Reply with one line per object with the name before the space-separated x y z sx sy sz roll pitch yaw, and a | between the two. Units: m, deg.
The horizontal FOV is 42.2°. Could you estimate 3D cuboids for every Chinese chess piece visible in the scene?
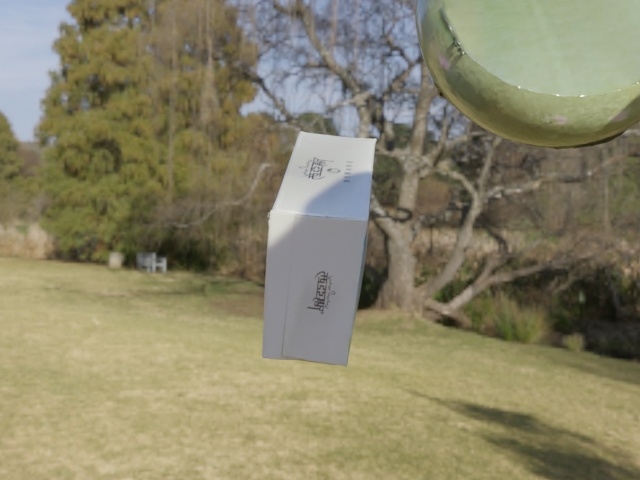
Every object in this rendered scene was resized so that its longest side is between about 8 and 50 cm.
Chinese chess piece | 0.293 -0.284 1.034 0.349 0.350 0.146 0 -21 4

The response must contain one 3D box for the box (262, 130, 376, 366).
box | 0.003 0.000 1.074 0.116 0.203 0.274 7 26 3
